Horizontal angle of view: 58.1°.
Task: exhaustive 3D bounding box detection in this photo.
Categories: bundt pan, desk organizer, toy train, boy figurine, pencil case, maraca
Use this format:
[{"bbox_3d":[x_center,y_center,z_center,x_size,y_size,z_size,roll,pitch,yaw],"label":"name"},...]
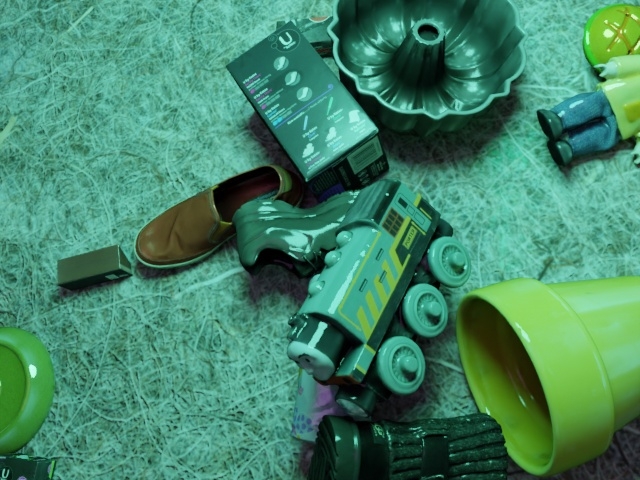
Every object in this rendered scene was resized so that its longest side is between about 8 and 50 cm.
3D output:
[{"bbox_3d":[0.172,-0.317,0.991,0.331,0.124,0.330,1,69,-3],"label":"bundt pan"},{"bbox_3d":[-0.423,0.051,1.079,0.130,0.047,0.050,-14,69,8],"label":"desk organizer"},{"bbox_3d":[0.080,0.071,0.813,0.190,0.142,0.334,40,61,-16],"label":"toy train"},{"bbox_3d":[0.502,-0.210,0.914,0.285,0.092,0.177,-21,106,12],"label":"boy figurine"},{"bbox_3d":[0.029,0.185,0.907,0.124,0.113,0.273,11,75,-12],"label":"pencil case"},{"bbox_3d":[0.522,-0.331,0.960,0.186,0.099,0.127,-4,91,-10],"label":"maraca"}]

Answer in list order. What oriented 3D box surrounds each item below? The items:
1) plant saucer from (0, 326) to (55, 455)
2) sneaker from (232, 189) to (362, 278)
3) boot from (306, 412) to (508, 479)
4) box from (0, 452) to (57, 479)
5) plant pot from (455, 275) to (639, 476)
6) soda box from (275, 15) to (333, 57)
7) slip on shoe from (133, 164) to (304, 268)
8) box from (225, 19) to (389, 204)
[{"bbox_3d":[-0.606,0.276,1.058,0.241,0.037,0.240,-3,74,11],"label":"plant saucer"},{"bbox_3d":[0.000,0.000,0.945,0.287,0.109,0.130,-8,55,2],"label":"sneaker"},{"bbox_3d":[0.108,0.399,0.815,0.260,0.131,0.347,7,110,-17],"label":"boot"},{"bbox_3d":[-0.511,0.404,0.992,0.083,0.052,0.062,3,75,14],"label":"box"},{"bbox_3d":[0.349,0.156,0.788,0.239,0.254,0.254,-17,70,-10],"label":"plant pot"},{"bbox_3d":[0.000,-0.391,1.112,0.169,0.053,0.060,-1,74,12],"label":"soda box"},{"bbox_3d":[-0.191,-0.049,1.029,0.331,0.101,0.123,-22,72,7],"label":"slip on shoe"},{"bbox_3d":[-0.019,-0.213,1.004,0.143,0.165,0.270,-35,70,1],"label":"box"}]
